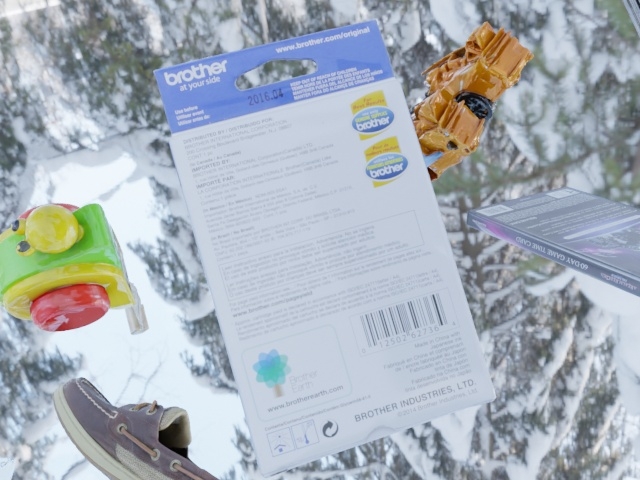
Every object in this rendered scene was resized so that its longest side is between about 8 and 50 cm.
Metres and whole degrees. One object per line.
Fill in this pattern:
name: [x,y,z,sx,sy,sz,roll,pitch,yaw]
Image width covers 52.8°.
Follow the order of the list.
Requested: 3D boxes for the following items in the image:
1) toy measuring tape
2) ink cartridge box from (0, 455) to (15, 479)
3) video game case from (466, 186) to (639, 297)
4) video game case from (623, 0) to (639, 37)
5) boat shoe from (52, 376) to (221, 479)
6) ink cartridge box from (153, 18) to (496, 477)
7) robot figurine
toy measuring tape: [-0.253,0.050,0.661,0.122,0.330,0.121,3,-113,-7]
ink cartridge box: [-0.460,0.204,0.455,0.395,0.166,0.285,16,161,-13]
video game case: [0.343,-0.006,0.774,0.196,0.026,0.274,-13,-154,-29]
video game case: [0.166,-0.038,0.215,0.036,0.328,0.300,-25,177,23]
boat shoe: [-0.221,0.274,0.857,0.342,0.123,0.123,32,-107,33]
ink cartridge box: [0.000,0.000,0.505,0.186,0.311,0.065,-16,179,-7]
robot figurine: [0.112,-0.134,0.767,0.211,0.085,0.291,-55,-166,-20]
